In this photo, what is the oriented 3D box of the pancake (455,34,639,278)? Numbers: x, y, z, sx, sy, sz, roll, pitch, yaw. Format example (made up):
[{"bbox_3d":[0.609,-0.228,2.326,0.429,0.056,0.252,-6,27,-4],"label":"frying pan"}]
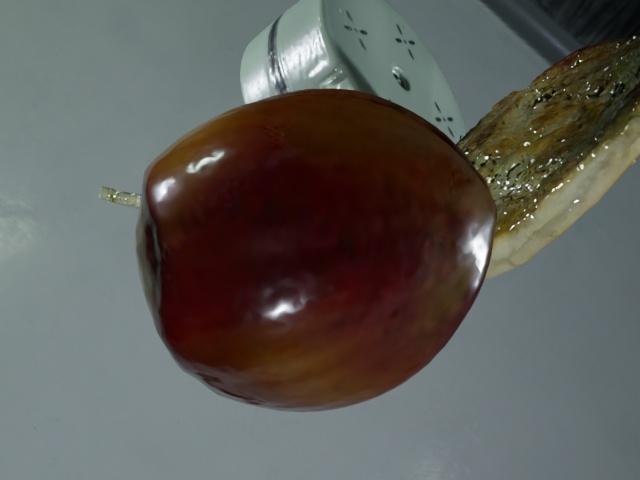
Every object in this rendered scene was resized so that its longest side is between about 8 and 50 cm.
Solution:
[{"bbox_3d":[0.213,-0.090,0.708,0.065,0.356,0.356,46,67,-14],"label":"pancake"}]

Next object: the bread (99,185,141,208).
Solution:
[{"bbox_3d":[-0.291,-0.063,1.129,0.068,0.153,0.028,13,90,14],"label":"bread"}]

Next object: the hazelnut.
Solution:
[{"bbox_3d":[0.000,0.000,0.415,0.208,0.208,0.208,3,68,-8],"label":"hazelnut"}]

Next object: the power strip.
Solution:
[{"bbox_3d":[0.062,-0.191,1.004,0.357,0.161,0.358,33,42,-35],"label":"power strip"}]
